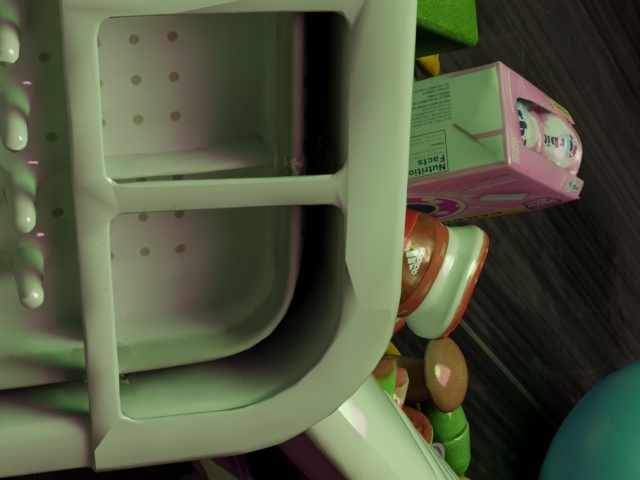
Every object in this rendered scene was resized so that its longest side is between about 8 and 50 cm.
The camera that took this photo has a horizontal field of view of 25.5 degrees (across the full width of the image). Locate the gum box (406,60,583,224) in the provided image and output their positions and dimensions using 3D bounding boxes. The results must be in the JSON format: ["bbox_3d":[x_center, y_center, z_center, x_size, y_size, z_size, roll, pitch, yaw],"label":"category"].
[{"bbox_3d":[0.055,-0.047,0.849,0.107,0.188,0.062,17,66,-58],"label":"gum box"}]

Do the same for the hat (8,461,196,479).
[{"bbox_3d":[-0.032,0.238,0.657,0.331,0.133,0.331,26,59,-56],"label":"hat"}]

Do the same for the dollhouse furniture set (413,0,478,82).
[{"bbox_3d":[0.044,-0.197,0.917,0.301,0.151,0.198,4,77,-61],"label":"dollhouse furniture set"}]

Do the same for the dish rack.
[{"bbox_3d":[-0.144,-0.064,0.356,0.072,0.332,0.286,-114,-158,-58],"label":"dish rack"}]

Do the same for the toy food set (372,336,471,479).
[{"bbox_3d":[0.065,0.126,0.933,0.128,0.071,0.218,-50,124,-55],"label":"toy food set"}]

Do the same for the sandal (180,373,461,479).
[{"bbox_3d":[-0.008,0.103,0.657,0.169,0.102,0.416,48,-4,12],"label":"sandal"}]

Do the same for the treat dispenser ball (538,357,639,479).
[{"bbox_3d":[0.317,0.228,1.135,0.288,0.288,0.288,29,56,-55],"label":"treat dispenser ball"}]

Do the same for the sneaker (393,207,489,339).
[{"bbox_3d":[0.000,0.000,0.792,0.128,0.221,0.087,26,75,-12],"label":"sneaker"}]
